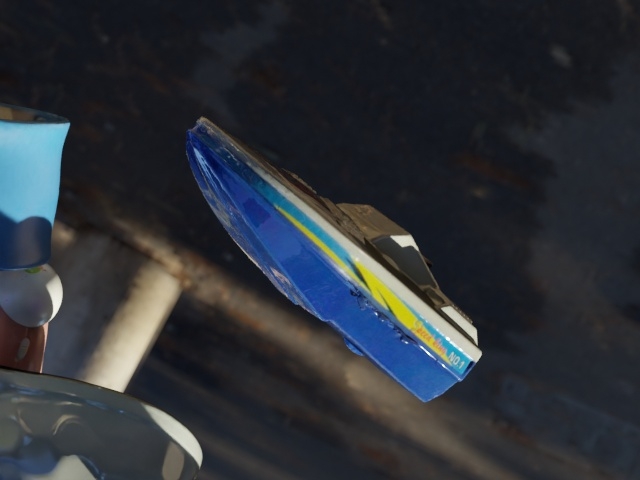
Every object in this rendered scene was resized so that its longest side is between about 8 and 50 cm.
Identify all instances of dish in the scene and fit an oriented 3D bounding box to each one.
[{"bbox_3d":[-0.250,0.219,1.494,0.303,0.120,0.303,5,152,3],"label":"dish"}]

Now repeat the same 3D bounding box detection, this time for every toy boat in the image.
[{"bbox_3d":[0.000,0.000,1.149,0.129,0.088,0.295,38,177,45],"label":"toy boat"}]

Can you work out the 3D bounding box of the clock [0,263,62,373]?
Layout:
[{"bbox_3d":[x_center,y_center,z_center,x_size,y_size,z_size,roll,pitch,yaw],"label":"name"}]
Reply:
[{"bbox_3d":[-0.310,0.072,1.620,0.093,0.162,0.166,5,-163,-43],"label":"clock"}]

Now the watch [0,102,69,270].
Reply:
[{"bbox_3d":[-0.341,-0.055,1.491,0.274,0.241,0.305,11,-171,26],"label":"watch"}]
